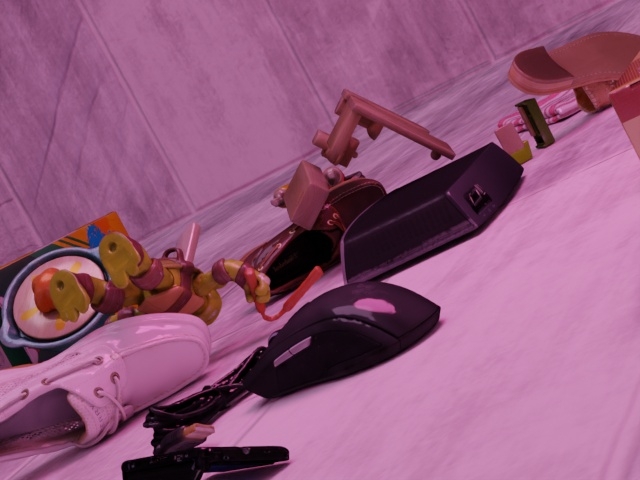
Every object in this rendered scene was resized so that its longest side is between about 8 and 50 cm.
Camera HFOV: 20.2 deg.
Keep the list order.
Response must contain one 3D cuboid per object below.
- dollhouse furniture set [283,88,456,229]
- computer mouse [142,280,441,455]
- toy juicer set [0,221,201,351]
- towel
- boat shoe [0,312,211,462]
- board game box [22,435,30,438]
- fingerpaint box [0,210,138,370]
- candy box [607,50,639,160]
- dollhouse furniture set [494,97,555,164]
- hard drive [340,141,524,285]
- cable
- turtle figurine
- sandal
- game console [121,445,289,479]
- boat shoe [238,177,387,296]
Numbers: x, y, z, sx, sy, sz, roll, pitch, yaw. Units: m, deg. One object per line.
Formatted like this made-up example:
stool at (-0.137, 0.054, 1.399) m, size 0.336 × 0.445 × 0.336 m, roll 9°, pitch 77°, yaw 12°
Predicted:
dollhouse furniture set at (0.051, -0.072, 2.000) m, size 0.151 × 0.123 × 0.144 m, roll -63°, pitch 12°, yaw 11°
computer mouse at (-0.038, 0.097, 1.441) m, size 0.184 × 0.060 × 0.262 m, roll -33°, pitch 7°, yaw -42°
toy juicer set at (-0.279, 0.094, 1.971) m, size 0.329 × 0.089 × 0.209 m, roll -19°, pitch 50°, yaw 6°
towel at (0.325, -0.189, 2.348) m, size 0.144 × 0.029 × 0.197 m, roll -31°, pitch 7°, yaw -17°
boat shoe at (-0.225, 0.156, 1.720) m, size 0.277 × 0.098 × 0.096 m, roll -21°, pitch 33°, yaw -10°
board game box at (-0.317, 0.195, 2.044) m, size 0.186 × 0.026 × 0.126 m, roll -30°, pitch 7°, yaw -21°
fingerpaint box at (-0.472, 0.161, 2.329) m, size 0.445 × 0.163 × 0.371 m, roll -28°, pitch 3°, yaw 22°
candy box at (0.375, -0.162, 1.611) m, size 0.183 × 0.087 × 0.316 m, roll -26°, pitch 7°, yaw 22°
dollhouse furniture set at (0.194, -0.105, 2.086) m, size 0.152 × 0.058 × 0.076 m, roll -29°, pitch 6°, yaw -8°
hard drive at (0.113, -0.032, 1.866) m, size 0.172 × 0.054 × 0.255 m, roll -26°, pitch 6°, yaw 22°
cable at (0.011, -0.093, 2.760) m, size 0.139 × 0.072 × 0.287 m, roll -22°, pitch 7°, yaw 11°
turtle figurine at (-0.151, 0.046, 1.806) m, size 0.269 × 0.087 × 0.217 m, roll -20°, pitch -22°, yaw 27°
sandal at (0.314, -0.189, 2.151) m, size 0.240 × 0.088 × 0.079 m, roll -11°, pitch -42°, yaw -33°
game console at (-0.092, 0.180, 1.227) m, size 0.107 × 0.071 × 0.122 m, roll 3°, pitch -12°, yaw -32°
boat shoe at (0.000, 0.000, 2.056) m, size 0.207 × 0.073 × 0.073 m, roll -38°, pitch 15°, yaw -16°
